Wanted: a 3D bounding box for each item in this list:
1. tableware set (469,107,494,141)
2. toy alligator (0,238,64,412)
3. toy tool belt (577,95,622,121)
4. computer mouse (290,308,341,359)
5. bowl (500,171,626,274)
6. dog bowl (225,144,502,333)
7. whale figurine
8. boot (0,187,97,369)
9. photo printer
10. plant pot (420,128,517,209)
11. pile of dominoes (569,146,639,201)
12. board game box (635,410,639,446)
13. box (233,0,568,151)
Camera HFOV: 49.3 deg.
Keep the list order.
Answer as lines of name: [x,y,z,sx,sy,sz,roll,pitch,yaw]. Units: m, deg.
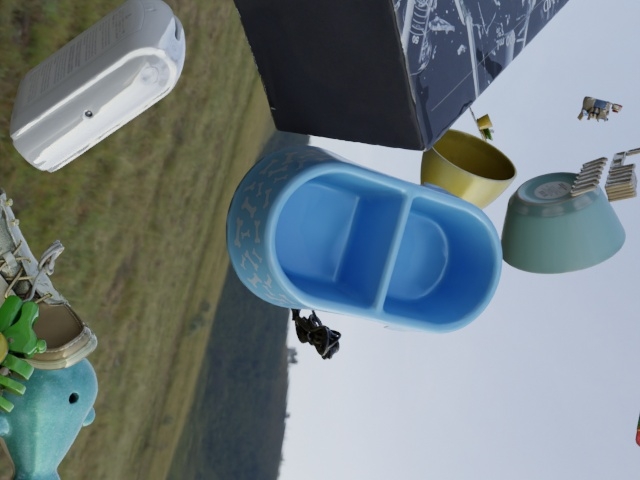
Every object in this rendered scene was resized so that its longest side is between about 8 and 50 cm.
tableware set: [0.256,-0.219,1.139,0.154,0.024,0.104,-93,157,-51]
toy alligator: [-0.229,0.084,0.511,0.189,0.051,0.056,-60,-173,-29]
toy tool belt: [0.572,-0.262,1.431,0.083,0.052,0.051,30,-71,42]
computer mouse: [-0.004,0.020,0.934,0.184,0.060,0.261,166,-83,-76]
bowl: [0.597,-0.063,1.766,0.311,0.312,0.163,-104,176,-63]
dog bowl: [0.056,0.007,0.699,0.074,0.298,0.165,18,-87,65]
whale figurine: [-0.458,0.307,1.166,0.141,0.216,0.271,-3,-99,34]
boot: [-0.327,0.034,0.742,0.213,0.077,0.165,25,-47,38]
photo printer: [-0.361,-0.277,1.165,0.308,0.107,0.256,-32,-141,9]
plant pot: [0.195,-0.084,0.988,0.134,0.134,0.095,-95,-158,-54]
pile of dominoes: [0.696,-0.153,1.620,0.251,0.196,0.040,-42,115,-54]
board game box: [0.559,0.200,1.051,0.039,0.124,0.259,105,2,-77]
box: [0.080,-0.306,0.618,0.343,0.179,0.312,-46,135,-31]
